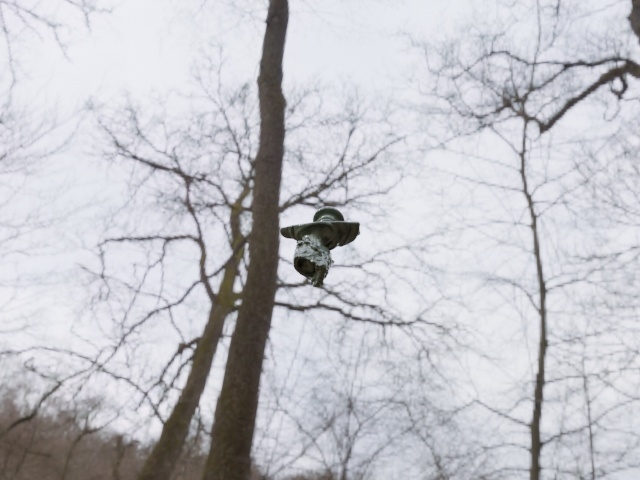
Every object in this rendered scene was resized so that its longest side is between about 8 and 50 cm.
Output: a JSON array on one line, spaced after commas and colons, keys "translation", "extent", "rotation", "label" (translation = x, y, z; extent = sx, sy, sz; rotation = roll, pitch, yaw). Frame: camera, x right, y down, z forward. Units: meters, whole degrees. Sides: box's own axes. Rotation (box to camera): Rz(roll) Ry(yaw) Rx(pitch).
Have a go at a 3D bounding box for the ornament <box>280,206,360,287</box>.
[{"translation": [0.000, -0.002, 0.623], "extent": [0.068, 0.092, 0.041], "rotation": [8, -58, 37], "label": "ornament"}]
